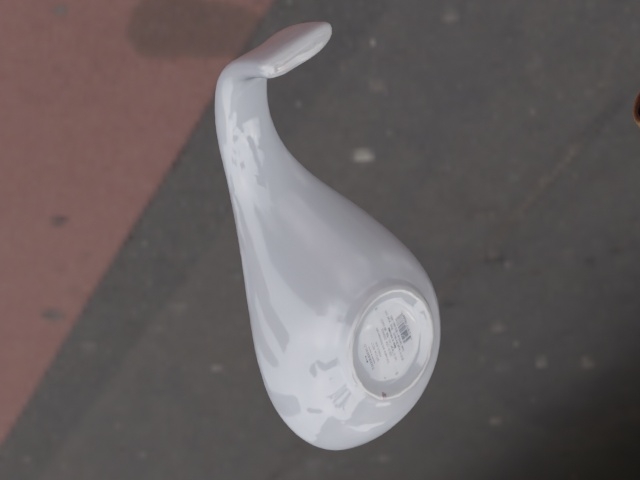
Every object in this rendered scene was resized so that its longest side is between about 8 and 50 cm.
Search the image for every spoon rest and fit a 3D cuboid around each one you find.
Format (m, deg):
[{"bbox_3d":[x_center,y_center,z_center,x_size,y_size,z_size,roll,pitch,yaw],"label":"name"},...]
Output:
[{"bbox_3d":[0.000,0.000,1.107,0.084,0.137,0.276,15,130,47],"label":"spoon rest"}]

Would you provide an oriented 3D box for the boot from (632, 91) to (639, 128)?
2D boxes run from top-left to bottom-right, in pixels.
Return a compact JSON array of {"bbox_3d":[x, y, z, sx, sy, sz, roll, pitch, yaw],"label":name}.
[{"bbox_3d":[0.319,0.016,0.911,0.264,0.096,0.280,0,127,47],"label":"boot"}]
